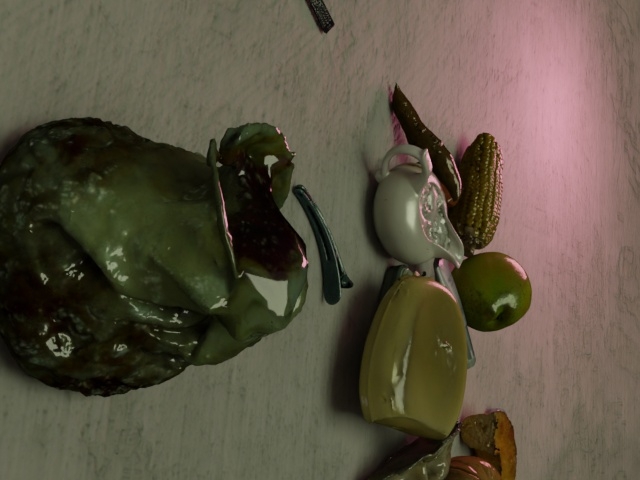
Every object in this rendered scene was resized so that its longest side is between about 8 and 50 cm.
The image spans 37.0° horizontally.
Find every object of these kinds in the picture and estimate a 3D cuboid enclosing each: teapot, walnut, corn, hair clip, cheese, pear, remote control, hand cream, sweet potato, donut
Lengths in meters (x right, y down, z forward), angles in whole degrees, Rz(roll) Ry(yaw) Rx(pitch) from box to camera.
[{"bbox_3d":[0.189,-0.062,1.910,0.204,0.139,0.298,-59,135,-36],"label":"teapot"},{"bbox_3d":[0.286,0.527,1.974,0.165,0.197,0.165,9,72,-30],"label":"walnut"},{"bbox_3d":[0.358,-0.104,2.183,0.119,0.119,0.321,45,52,-45],"label":"corn"},{"bbox_3d":[0.000,0.000,1.724,0.070,0.039,0.229,-42,117,-50],"label":"hair clip"},{"bbox_3d":[0.184,0.212,1.813,0.260,0.128,0.315,33,58,-47],"label":"cheese"},{"bbox_3d":[0.375,0.119,2.118,0.219,0.188,0.187,-79,158,-74],"label":"pear"},{"bbox_3d":[-0.004,-0.424,1.753,0.034,0.016,0.091,-49,129,-25],"label":"remote control"},{"bbox_3d":[0.280,0.150,2.029,0.079,0.048,0.255,-61,138,-67],"label":"hand cream"},{"bbox_3d":[0.216,-0.202,1.977,0.273,0.067,0.067,57,38,-1],"label":"sweet potato"},{"bbox_3d":[0.395,0.522,2.214,0.152,0.101,0.258,14,76,-56],"label":"donut"}]

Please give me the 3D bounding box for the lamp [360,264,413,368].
[{"bbox_3d":[0.186,0.221,1.968,0.269,0.047,0.266,46,50,-43],"label":"lamp"}]

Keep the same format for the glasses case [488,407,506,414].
[{"bbox_3d":[0.429,0.496,2.315,0.067,0.045,0.178,4,85,-55],"label":"glasses case"}]

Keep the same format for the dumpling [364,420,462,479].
[{"bbox_3d":[0.215,0.436,1.892,0.332,0.166,0.086,-27,92,-54],"label":"dumpling"}]

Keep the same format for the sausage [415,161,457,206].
[{"bbox_3d":[0.256,-0.117,2.078,0.169,0.065,0.065,28,65,-53],"label":"sausage"}]

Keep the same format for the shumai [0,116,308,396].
[{"bbox_3d":[-0.176,0.031,1.184,0.395,0.348,0.394,-7,98,-58],"label":"shumai"}]
